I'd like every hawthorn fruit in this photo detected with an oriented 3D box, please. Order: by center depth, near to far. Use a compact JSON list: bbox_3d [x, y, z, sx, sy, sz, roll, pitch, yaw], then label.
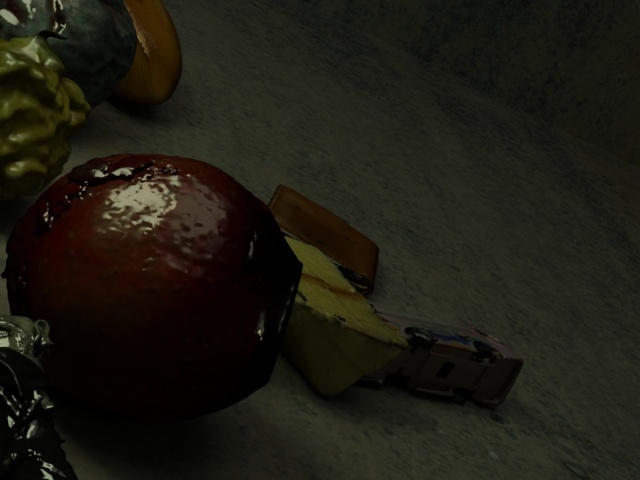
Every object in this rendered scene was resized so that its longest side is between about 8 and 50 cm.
[{"bbox_3d":[-0.160,0.051,1.538,0.316,0.316,0.316,27,19,-10],"label":"hawthorn fruit"}]

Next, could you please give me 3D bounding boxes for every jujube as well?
[{"bbox_3d":[-0.397,-0.302,2.138,0.246,0.215,0.308,63,11,25],"label":"jujube"}]

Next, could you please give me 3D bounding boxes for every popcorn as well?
[{"bbox_3d":[-0.401,-0.162,1.807,0.249,0.225,0.249,21,21,-9],"label":"popcorn"}]

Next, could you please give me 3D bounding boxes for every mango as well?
[{"bbox_3d":[-0.332,-0.350,2.447,0.199,0.201,0.350,-21,57,-32],"label":"mango"}]

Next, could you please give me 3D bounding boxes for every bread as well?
[{"bbox_3d":[-0.017,0.047,1.865,0.240,0.135,0.178,48,-17,41],"label":"bread"}]

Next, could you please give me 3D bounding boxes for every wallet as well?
[{"bbox_3d":[-0.001,0.002,2.266,0.195,0.042,0.161,30,23,-6],"label":"wallet"}]

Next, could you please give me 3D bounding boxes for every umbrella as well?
[{"bbox_3d":[-0.258,0.193,1.292,0.106,0.113,0.358,16,26,-32],"label":"umbrella"}]

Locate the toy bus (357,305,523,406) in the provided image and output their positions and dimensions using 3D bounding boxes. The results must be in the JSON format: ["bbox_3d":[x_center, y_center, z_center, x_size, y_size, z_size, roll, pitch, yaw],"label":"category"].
[{"bbox_3d":[0.144,0.151,2.024,0.274,0.090,0.112,15,18,-40],"label":"toy bus"}]
